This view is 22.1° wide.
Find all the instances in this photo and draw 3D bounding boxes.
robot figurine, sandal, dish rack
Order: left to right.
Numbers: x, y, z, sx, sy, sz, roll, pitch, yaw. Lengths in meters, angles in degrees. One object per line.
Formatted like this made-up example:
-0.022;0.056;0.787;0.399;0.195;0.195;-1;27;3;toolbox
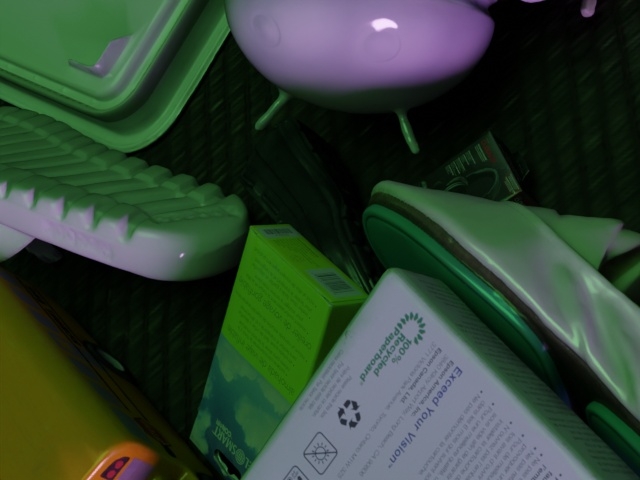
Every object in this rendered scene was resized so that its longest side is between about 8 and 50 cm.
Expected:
-0.232;-0.022;1.347;0.416;0.169;0.102;21;117;41;sandal
-0.203;-0.246;1.482;0.333;0.072;0.286;24;81;43;dish rack
0.041;-0.245;1.186;0.300;0.199;0.354;11;91;31;robot figurine

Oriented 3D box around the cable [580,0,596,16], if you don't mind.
0.230;-0.285;1.218;0.139;0.072;0.287;-18;43;38;cable

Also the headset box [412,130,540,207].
0.111;-0.032;1.159;0.083;0.032;0.062;-36;50;16;headset box

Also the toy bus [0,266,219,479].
-0.183;0.147;1.204;0.108;0.130;0.332;-50;48;2;toy bus

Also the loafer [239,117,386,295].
0.000;0.000;1.198;0.078;0.076;0.223;-44;43;14;loafer

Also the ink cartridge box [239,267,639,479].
0.063;0.241;0.952;0.330;0.071;0.324;47;111;33;ink cartridge box

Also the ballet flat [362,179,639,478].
0.188;0.068;1.003;0.139;0.139;0.400;-49;52;3;ballet flat

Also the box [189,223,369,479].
-0.030;0.092;1.143;0.109;0.042;0.178;42;125;43;box
